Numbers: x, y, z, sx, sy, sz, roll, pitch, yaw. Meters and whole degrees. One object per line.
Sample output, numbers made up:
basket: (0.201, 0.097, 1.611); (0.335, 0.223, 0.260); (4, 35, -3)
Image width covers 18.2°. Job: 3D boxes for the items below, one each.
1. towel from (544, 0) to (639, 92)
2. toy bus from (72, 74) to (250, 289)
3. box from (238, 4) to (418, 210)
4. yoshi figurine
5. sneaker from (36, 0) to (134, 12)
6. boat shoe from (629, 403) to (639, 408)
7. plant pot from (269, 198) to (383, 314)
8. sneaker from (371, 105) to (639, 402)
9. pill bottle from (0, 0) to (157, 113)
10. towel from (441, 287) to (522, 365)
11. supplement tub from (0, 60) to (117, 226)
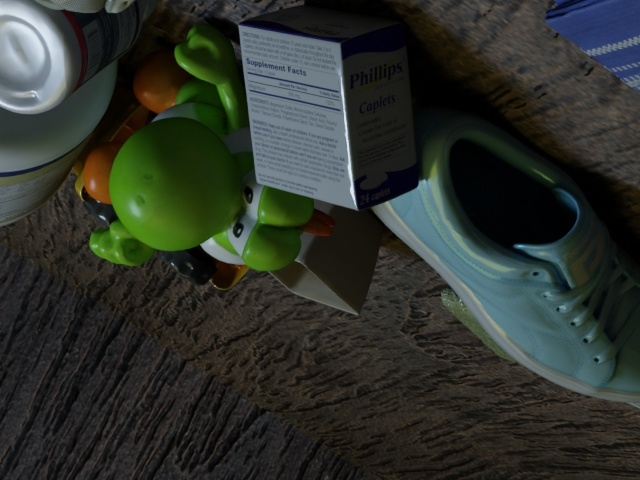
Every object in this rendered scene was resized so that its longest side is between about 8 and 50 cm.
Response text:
towel: (0.317, -0.080, 1.219); (0.336, 0.040, 0.243); (33, 165, -17)
toy bus: (-0.169, -0.071, 2.106); (0.220, 0.149, 0.211); (36, 179, -31)
box: (0.007, -0.106, 1.559); (0.126, 0.072, 0.137); (17, 120, 47)
yoshi figurine: (-0.126, -0.071, 1.758); (0.362, 0.203, 0.203); (36, 147, 65)
sneaker: (-0.131, -0.227, 1.421); (0.122, 0.146, 0.330); (36, 165, -15)
boat shoe: (0.327, 0.132, 1.850); (0.081, 0.079, 0.227); (36, 170, -39)
plant pot: (0.000, 0.000, 2.054); (0.109, 0.096, 0.109); (17, 160, 46)
sneaker: (0.190, 0.023, 1.639); (0.366, 0.135, 0.150); (35, 169, -20)
pill bottle: (-0.209, -0.185, 1.646); (0.108, 0.180, 0.108); (10, 118, 19)
towel: (0.200, 0.099, 2.125); (0.110, 0.027, 0.148); (17, 162, 49)
supplement tub: (-0.331, -0.139, 1.920); (0.228, 0.228, 0.316); (33, 159, -7)
